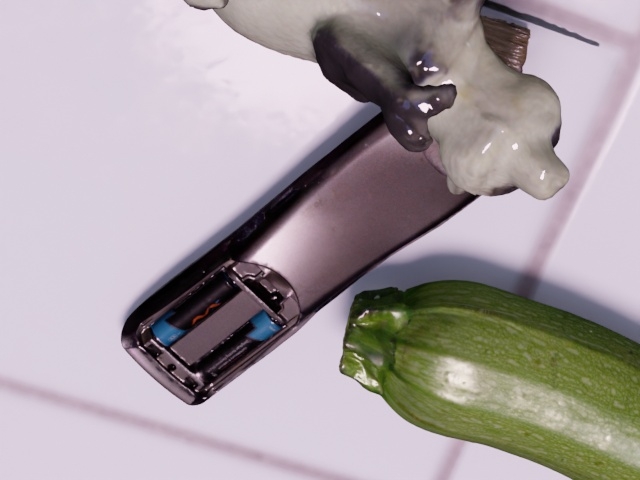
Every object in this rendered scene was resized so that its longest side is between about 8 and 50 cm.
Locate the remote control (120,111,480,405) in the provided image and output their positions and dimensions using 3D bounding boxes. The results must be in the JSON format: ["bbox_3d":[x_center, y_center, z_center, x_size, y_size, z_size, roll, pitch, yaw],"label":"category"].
[{"bbox_3d":[0.000,0.000,0.706,0.212,0.028,0.059,-38,108,21],"label":"remote control"}]

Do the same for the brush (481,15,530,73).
[{"bbox_3d":[0.005,-0.094,0.678,0.169,0.014,0.043,16,111,-7],"label":"brush"}]

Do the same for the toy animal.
[{"bbox_3d":[0.008,-0.097,0.605,0.225,0.121,0.094,34,85,-1],"label":"toy animal"}]

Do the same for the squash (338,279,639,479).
[{"bbox_3d":[0.112,0.074,0.725,0.219,0.068,0.077,22,117,-10],"label":"squash"}]
